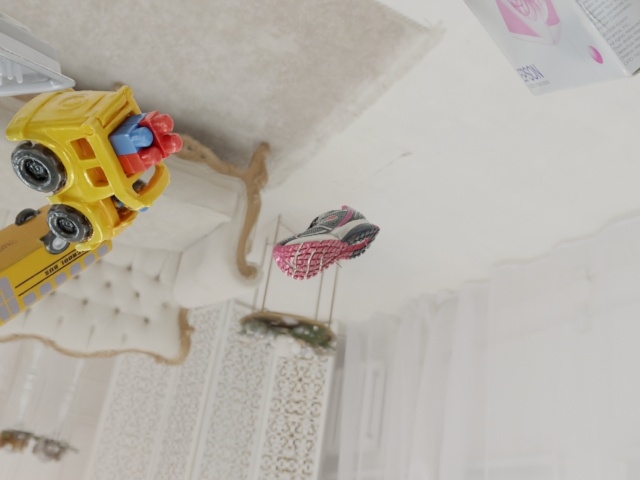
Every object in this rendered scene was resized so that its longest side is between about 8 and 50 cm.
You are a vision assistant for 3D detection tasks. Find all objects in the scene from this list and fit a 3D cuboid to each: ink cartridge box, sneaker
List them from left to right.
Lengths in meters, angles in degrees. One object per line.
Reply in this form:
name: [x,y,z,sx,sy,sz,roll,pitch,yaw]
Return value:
sneaker: [0.000,0.000,1.549,0.299,0.112,0.121,-17,144,-48]
ink cartridge box: [0.199,-0.308,0.747,0.330,0.071,0.324,50,-172,-5]

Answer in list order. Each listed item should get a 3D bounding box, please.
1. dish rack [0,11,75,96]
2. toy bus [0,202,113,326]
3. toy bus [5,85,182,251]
dish rack: [-0.459,-0.198,0.723,0.333,0.072,0.285,-4,-178,2]
toy bus: [-0.554,0.046,1.272,0.108,0.333,0.130,27,139,28]
toy bus: [-0.286,-0.104,0.971,0.211,0.149,0.220,-3,127,20]
